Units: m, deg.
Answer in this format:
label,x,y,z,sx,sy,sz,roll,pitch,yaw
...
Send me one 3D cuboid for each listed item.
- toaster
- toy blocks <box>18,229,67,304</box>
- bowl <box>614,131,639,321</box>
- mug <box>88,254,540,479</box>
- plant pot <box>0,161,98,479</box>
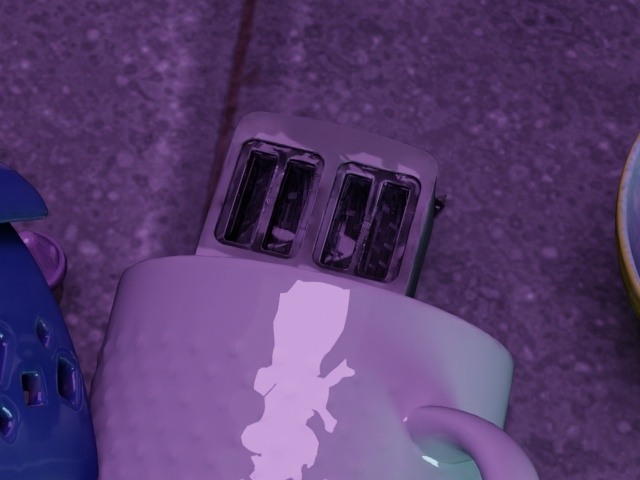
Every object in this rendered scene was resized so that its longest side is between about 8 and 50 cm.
label,x,y,z,sx,sy,sz,roll,pitch,yaw
toaster,0.000,0.000,1.502,0.168,0.110,0.185,15,63,5
toy blocks,-0.353,-0.005,1.407,0.288,0.260,0.309,32,66,14
bowl,0.352,0.022,1.477,0.289,0.156,0.289,1,63,-2
mug,-0.006,0.206,1.250,0.276,0.374,0.328,26,70,-38
plant pot,-0.288,0.059,1.148,0.236,0.236,0.212,-3,92,22
